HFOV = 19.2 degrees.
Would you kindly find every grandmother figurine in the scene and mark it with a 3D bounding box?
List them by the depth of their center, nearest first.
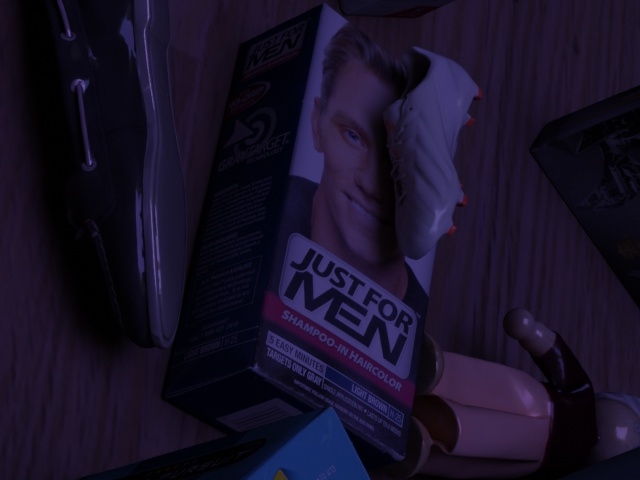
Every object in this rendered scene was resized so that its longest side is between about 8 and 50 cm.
[{"bbox_3d":[0.182,0.168,1.651,0.342,0.104,0.208,10,98,-44],"label":"grandmother figurine"}]

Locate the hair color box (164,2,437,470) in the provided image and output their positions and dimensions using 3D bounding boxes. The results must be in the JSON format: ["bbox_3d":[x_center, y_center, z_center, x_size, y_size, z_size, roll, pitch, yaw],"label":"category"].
[{"bbox_3d":[0.000,0.000,1.529,0.174,0.105,0.347,34,51,-34],"label":"hair color box"}]

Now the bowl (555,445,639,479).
[{"bbox_3d":[0.215,0.319,1.530,0.311,0.163,0.312,-4,90,-78],"label":"bowl"}]

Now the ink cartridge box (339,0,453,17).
[{"bbox_3d":[0.102,-0.256,1.707,0.109,0.150,0.063,-4,77,-47],"label":"ink cartridge box"}]

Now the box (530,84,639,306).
[{"bbox_3d":[0.345,-0.043,1.854,0.231,0.183,0.056,53,43,-17],"label":"box"}]

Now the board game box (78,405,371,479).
[{"bbox_3d":[-0.153,0.237,1.154,0.336,0.253,0.079,-37,102,-47],"label":"board game box"}]

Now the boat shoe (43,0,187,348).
[{"bbox_3d":[-0.160,-0.079,1.419,0.112,0.095,0.335,54,31,-74],"label":"boat shoe"}]

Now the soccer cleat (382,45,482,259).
[{"bbox_3d":[0.078,-0.071,1.519,0.076,0.068,0.196,30,51,-21],"label":"soccer cleat"}]
